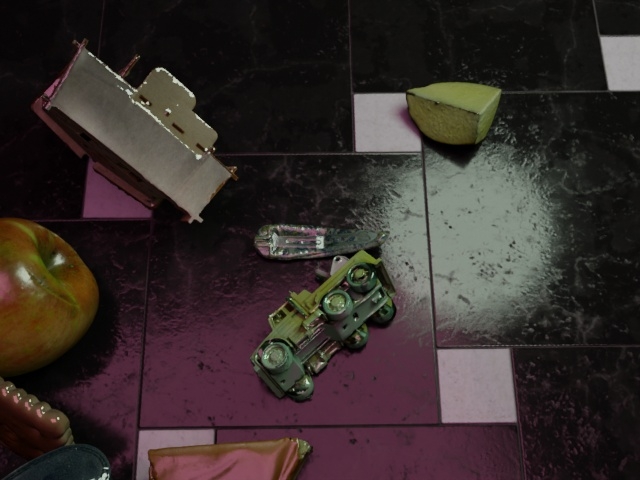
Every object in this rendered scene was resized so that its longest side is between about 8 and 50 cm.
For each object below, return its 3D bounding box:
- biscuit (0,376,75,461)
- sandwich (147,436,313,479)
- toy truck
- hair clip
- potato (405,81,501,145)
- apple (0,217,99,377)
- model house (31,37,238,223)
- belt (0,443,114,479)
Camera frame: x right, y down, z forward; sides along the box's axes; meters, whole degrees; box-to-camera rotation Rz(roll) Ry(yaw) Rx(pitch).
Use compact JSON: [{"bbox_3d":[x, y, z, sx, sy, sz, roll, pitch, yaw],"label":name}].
[{"bbox_3d":[-0.502,0.240,1.068,0.324,0.217,0.044,27,53,8],"label":"biscuit"},{"bbox_3d":[-0.152,0.352,1.055,0.198,0.155,0.227,30,72,10],"label":"sandwich"},{"bbox_3d":[-0.007,0.128,1.171,0.259,0.128,0.135,-45,51,-13],"label":"toy truck"},{"bbox_3d":[0.000,0.001,1.246,0.229,0.036,0.066,-2,66,6],"label":"hair clip"},{"bbox_3d":[0.243,-0.238,1.329,0.149,0.081,0.120,23,40,24],"label":"potato"},{"bbox_3d":[-0.490,0.093,1.134,0.226,0.246,0.246,-35,73,9],"label":"apple"},{"bbox_3d":[-0.316,-0.181,1.228,0.326,0.244,0.169,40,73,-22],"label":"model house"},{"bbox_3d":[-0.383,0.390,1.002,0.267,0.206,0.116,-46,58,5],"label":"belt"}]
